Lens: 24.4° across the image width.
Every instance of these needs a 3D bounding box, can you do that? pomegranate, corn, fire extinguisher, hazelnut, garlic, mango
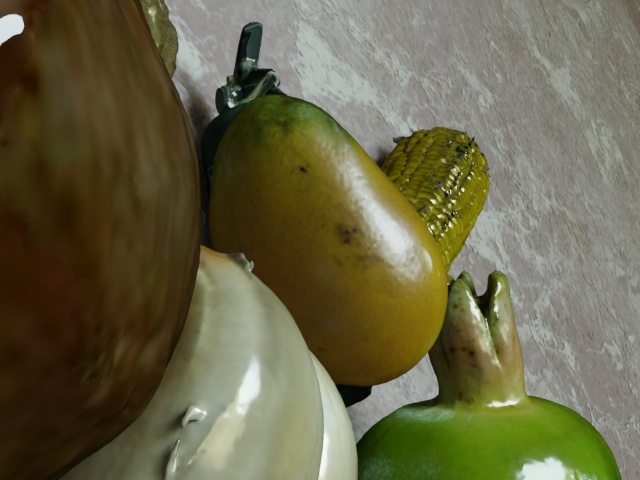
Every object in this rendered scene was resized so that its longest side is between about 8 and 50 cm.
[{"bbox_3d":[0.130,0.175,1.168,0.236,0.236,0.301,-6,100,-60],"label":"pomegranate"},{"bbox_3d":[0.093,-0.020,1.410,0.115,0.115,0.318,56,30,-15],"label":"corn"},{"bbox_3d":[-0.035,-0.018,1.199,0.095,0.114,0.311,-6,67,-20],"label":"fire extinguisher"},{"bbox_3d":[-0.251,-0.036,0.642,0.421,0.352,0.421,22,23,-10],"label":"hazelnut"},{"bbox_3d":[-0.090,0.143,0.916,0.249,0.286,0.313,0,50,-9],"label":"garlic"},{"bbox_3d":[-0.003,0.005,1.060,0.221,0.151,0.120,52,27,-2],"label":"mango"}]

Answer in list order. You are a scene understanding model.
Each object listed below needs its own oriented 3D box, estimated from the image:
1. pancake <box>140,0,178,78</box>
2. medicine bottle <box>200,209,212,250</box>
[{"bbox_3d":[-0.179,-0.197,1.194,0.199,0.021,0.199,39,38,-39],"label":"pancake"},{"bbox_3d":[-0.158,-0.064,1.049,0.216,0.090,0.090,55,29,-30],"label":"medicine bottle"}]
